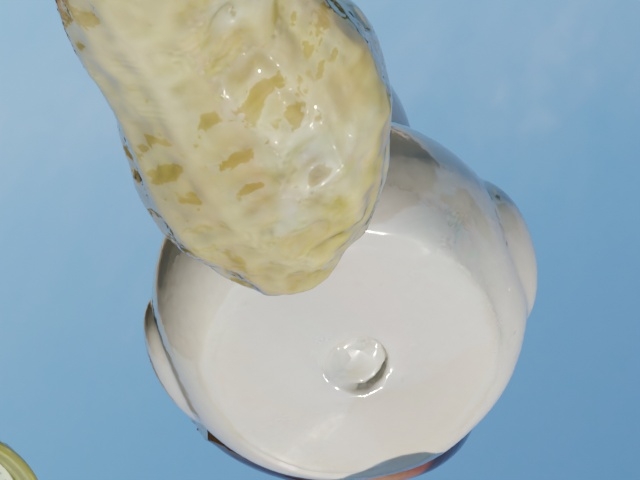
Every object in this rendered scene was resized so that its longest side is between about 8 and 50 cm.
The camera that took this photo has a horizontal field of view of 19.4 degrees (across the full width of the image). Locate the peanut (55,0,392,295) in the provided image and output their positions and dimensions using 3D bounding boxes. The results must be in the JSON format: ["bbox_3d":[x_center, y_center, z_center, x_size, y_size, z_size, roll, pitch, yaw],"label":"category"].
[{"bbox_3d":[-0.023,-0.053,0.502,0.080,0.174,0.080,-10,-133,11],"label":"peanut"}]

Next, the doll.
[{"bbox_3d":[0.000,0.000,1.023,0.221,0.251,0.221,-17,-146,12],"label":"doll"}]

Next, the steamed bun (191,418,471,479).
[{"bbox_3d":[0.018,0.051,1.490,0.379,0.248,0.235,-137,-127,-73],"label":"steamed bun"}]

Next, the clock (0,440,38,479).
[{"bbox_3d":[-0.364,0.257,1.685,0.237,0.237,0.057,-43,-147,3],"label":"clock"}]
